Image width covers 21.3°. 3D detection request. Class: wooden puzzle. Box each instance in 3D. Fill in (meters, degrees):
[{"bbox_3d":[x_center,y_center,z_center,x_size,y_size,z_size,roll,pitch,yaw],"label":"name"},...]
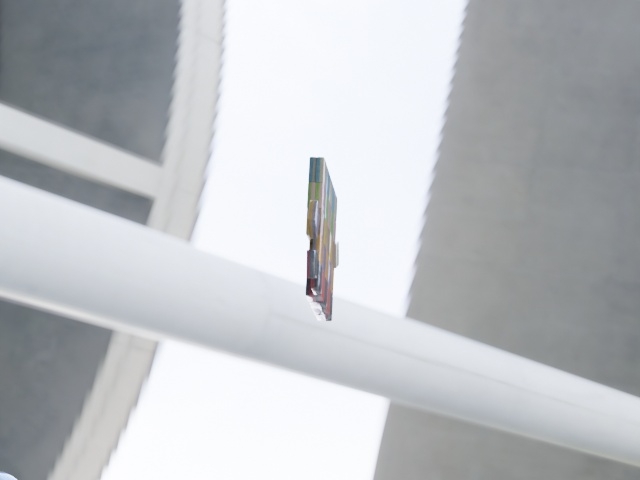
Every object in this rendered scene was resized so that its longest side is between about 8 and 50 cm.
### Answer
[{"bbox_3d":[0.000,0.000,0.625,0.006,0.083,0.049,1,-107,7],"label":"wooden puzzle"}]

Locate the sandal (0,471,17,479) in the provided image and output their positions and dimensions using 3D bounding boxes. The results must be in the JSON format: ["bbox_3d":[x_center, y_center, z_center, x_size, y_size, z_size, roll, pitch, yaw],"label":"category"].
[{"bbox_3d":[-0.337,0.220,1.094,0.317,0.138,0.126,-21,-146,2],"label":"sandal"}]
